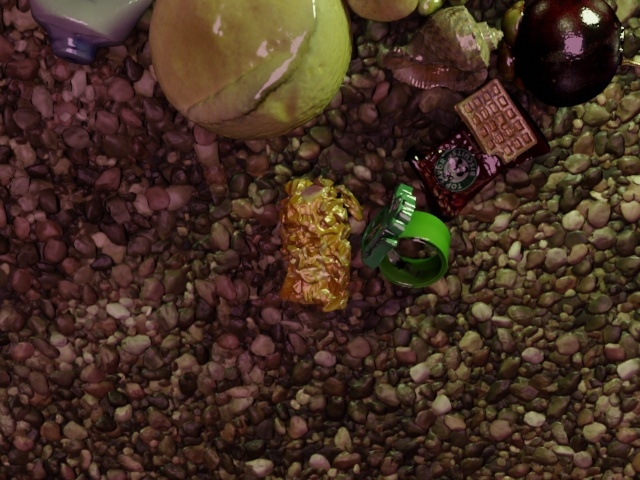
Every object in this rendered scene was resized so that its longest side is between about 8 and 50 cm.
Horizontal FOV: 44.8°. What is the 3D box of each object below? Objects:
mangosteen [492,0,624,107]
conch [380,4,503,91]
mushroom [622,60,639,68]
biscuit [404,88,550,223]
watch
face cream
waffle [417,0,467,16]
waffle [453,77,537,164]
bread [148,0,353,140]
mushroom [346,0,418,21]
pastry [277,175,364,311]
[{"bbox_3d":[0.370,-0.313,1.259,0.230,0.194,0.194,7,107,24],"label":"mangosteen"},{"bbox_3d":[0.203,-0.303,1.283,0.207,0.130,0.155,-14,121,23],"label":"conch"},{"bbox_3d":[0.658,-0.286,1.342,0.286,0.028,0.026,12,147,-2],"label":"mushroom"},{"bbox_3d":[0.266,-0.150,1.356,0.235,0.063,0.151,-37,101,1],"label":"biscuit"},{"bbox_3d":[0.160,0.007,1.354,0.152,0.131,0.165,31,132,-12],"label":"watch"},{"bbox_3d":[-0.356,-0.496,1.261,0.234,0.137,0.421,14,93,-2],"label":"face cream"},{"bbox_3d":[0.217,-0.535,1.251,0.317,0.073,0.297,-30,97,16],"label":"waffle"},{"bbox_3d":[0.297,-0.196,1.309,0.092,0.021,0.135,-34,97,-2],"label":"waffle"},{"bbox_3d":[-0.106,-0.312,1.238,0.320,0.237,0.321,0,93,9],"label":"bread"},{"bbox_3d":[0.102,-0.412,1.216,0.147,0.148,0.112,-10,148,3],"label":"mushroom"},{"bbox_3d":[0.000,0.000,1.381,0.154,0.102,0.250,4,105,-2],"label":"pastry"}]
